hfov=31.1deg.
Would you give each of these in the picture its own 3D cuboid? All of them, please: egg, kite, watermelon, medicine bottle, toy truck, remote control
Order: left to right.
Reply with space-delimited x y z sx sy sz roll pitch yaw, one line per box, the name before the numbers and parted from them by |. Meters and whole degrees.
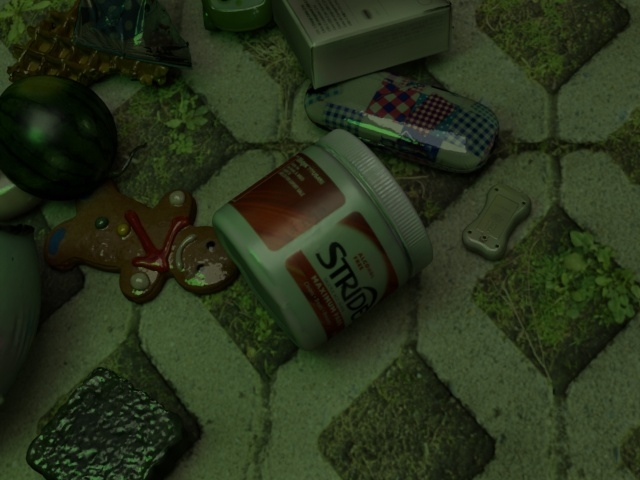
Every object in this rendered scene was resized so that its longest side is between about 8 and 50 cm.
egg | -0.591 0.141 1.692 0.354 0.354 0.340 0 88 9
watermelon | -0.423 -0.175 1.856 0.232 0.127 0.204 39 65 -2
kite | -0.303 -0.422 1.946 0.314 0.011 0.335 -34 81 19
toy truck | -0.142 -0.478 1.985 0.148 0.211 0.187 -4 47 7
medicine bottle | 0.000 0.000 1.702 0.241 0.252 0.252 -37 65 -9
remote control | 0.275 -0.029 1.796 0.074 0.032 0.122 29 73 20

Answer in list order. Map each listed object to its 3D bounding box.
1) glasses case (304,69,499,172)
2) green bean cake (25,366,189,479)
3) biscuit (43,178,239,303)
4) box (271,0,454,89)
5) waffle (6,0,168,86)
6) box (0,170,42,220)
glasses case | 0.130 -0.202 1.874 0.327 0.076 0.125 20 68 18
green bean cake | -0.309 0.304 1.694 0.183 0.094 0.185 30 72 21
biscuit | -0.279 -0.002 1.862 0.324 0.049 0.205 22 69 15
box | 0.066 -0.379 1.909 0.251 0.106 0.203 -17 51 -13
waffle | -0.410 -0.315 2.017 0.293 0.069 0.260 -28 62 -1
box | -0.541 -0.127 1.933 0.146 0.088 0.200 -28 66 -5
